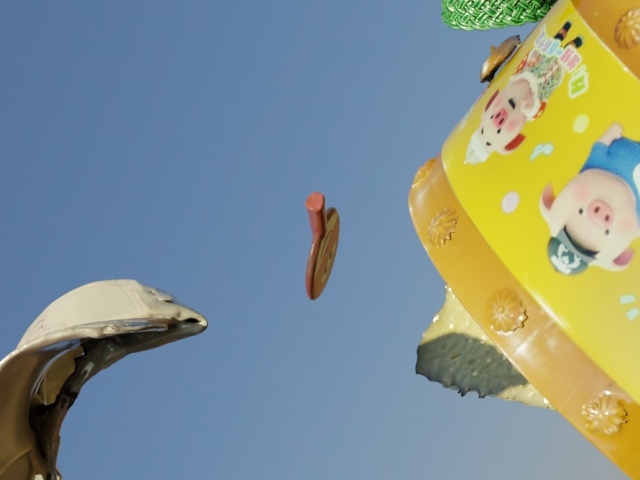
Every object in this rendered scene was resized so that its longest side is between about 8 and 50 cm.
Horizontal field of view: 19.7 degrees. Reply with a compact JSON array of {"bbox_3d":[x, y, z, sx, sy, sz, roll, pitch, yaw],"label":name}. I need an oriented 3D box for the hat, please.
[{"bbox_3d":[-0.224,0.105,1.508,0.219,0.164,0.226,-50,-34,8],"label":"hat"}]

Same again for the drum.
[{"bbox_3d":[0.274,0.014,1.189,0.214,0.431,0.431,-51,-12,17],"label":"drum"}]

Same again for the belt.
[{"bbox_3d":[0.179,-0.260,1.813,0.151,0.121,0.079,-43,-50,-63],"label":"belt"}]

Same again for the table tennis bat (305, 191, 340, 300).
[{"bbox_3d":[0.000,0.000,1.892,0.155,0.019,0.098,82,-155,-58],"label":"table tennis bat"}]

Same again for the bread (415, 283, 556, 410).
[{"bbox_3d":[0.331,0.038,1.906,0.242,0.405,0.346,-91,11,-83],"label":"bread"}]
